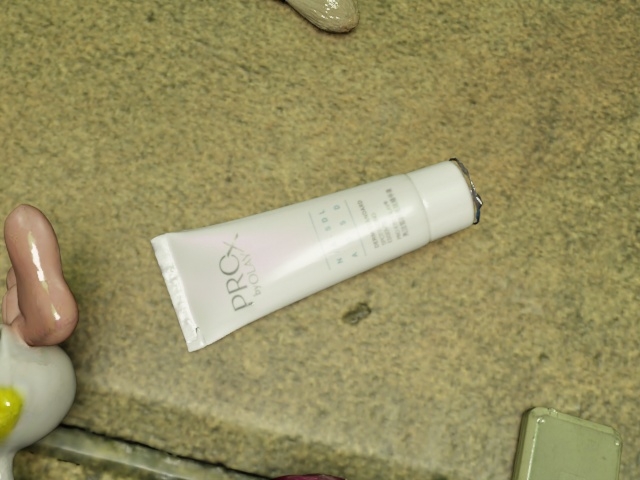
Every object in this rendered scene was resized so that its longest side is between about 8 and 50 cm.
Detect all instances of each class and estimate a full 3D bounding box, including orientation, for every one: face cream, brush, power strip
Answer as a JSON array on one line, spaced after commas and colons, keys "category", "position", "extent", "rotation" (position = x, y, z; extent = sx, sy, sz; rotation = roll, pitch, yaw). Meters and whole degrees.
[{"category": "face cream", "position": [0.000, 0.000, 0.507], "extent": [0.244, 0.058, 0.092], "rotation": [-20, 81, -5]}, {"category": "brush", "position": [-0.099, -0.259, 0.587], "extent": [0.299, 0.039, 0.042], "rotation": [27, 69, 6]}, {"category": "power strip", "position": [0.169, 0.210, 0.471], "extent": [0.076, 0.028, 0.168], "rotation": [18, 70, -1]}]

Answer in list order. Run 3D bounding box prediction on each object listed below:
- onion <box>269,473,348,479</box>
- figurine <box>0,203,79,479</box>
[{"category": "onion", "position": [-0.006, 0.225, 0.376], "extent": [0.154, 0.177, 0.177], "rotation": [-6, 73, 15]}, {"category": "figurine", "position": [-0.172, 0.200, 0.373], "extent": [0.193, 0.154, 0.420], "rotation": [-13, 78, -30]}]
